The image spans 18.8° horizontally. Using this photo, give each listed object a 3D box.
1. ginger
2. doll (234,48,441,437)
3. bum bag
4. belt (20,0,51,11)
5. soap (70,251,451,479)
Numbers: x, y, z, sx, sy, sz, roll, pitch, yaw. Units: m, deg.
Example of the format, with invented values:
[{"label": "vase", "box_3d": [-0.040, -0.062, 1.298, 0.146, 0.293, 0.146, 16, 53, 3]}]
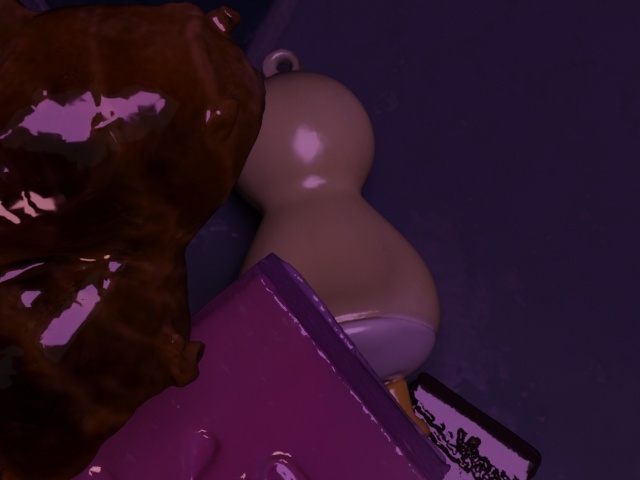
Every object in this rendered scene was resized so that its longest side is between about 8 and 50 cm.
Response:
[{"label": "ginger", "box_3d": [-0.195, 0.011, 1.064, 0.274, 0.152, 0.358, 15, 109, -18]}, {"label": "doll", "box_3d": [0.001, 0.005, 1.308, 0.141, 0.117, 0.296, -11, 63, 1]}, {"label": "bum bag", "box_3d": [0.072, 0.181, 1.310, 0.109, 0.026, 0.159, 33, 71, -2]}, {"label": "belt", "box_3d": [-0.268, -0.115, 1.172, 0.184, 0.164, 0.289, -40, 110, 13]}, {"label": "soap", "box_3d": [-0.074, 0.154, 1.195, 0.259, 0.081, 0.181, -37, 92, 10]}]
